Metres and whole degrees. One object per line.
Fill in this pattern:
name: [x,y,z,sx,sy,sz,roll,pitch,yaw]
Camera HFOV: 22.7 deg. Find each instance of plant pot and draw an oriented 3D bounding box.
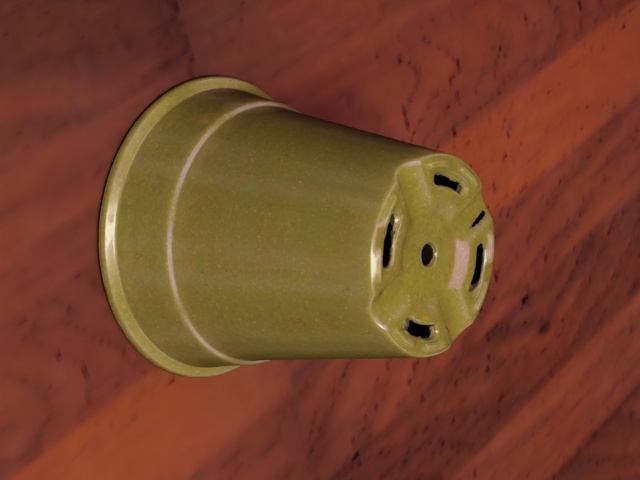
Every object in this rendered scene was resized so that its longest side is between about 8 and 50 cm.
plant pot: [0.000,0.000,0.415,0.083,0.079,0.083,-9,102,-49]
